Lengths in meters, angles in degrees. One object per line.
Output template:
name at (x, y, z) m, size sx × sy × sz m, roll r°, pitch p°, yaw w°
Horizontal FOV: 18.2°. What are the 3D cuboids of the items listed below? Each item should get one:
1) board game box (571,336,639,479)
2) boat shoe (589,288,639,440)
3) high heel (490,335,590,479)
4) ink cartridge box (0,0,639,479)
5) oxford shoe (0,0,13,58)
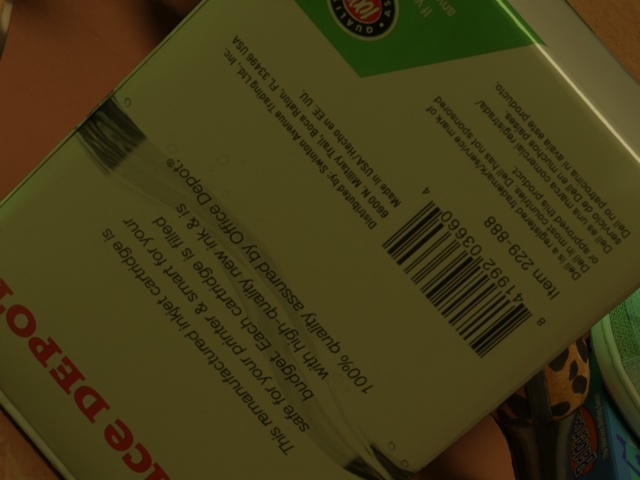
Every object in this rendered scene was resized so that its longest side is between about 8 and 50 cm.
board game box at (0.228, 0.176, 1.325) m, size 0.160 × 0.047 × 0.210 m, roll 39°, pitch 24°, yaw -18°
boat shoe at (0.249, 0.038, 1.351) m, size 0.118 × 0.103 × 0.320 m, roll 14°, pitch 47°, yaw -36°
high heel at (0.110, 0.021, 1.208) m, size 0.186 × 0.093 × 0.261 m, roll 77°, pitch -1°, yaw -50°
ink cartridge box at (0.000, 0.000, 0.886) m, size 0.211 × 0.289 × 0.121 m, roll 50°, pitch 19°, yaw 4°
oxford shoe at (-0.213, -0.151, 1.050) m, size 0.076 × 0.076 × 0.212 m, roll 7°, pitch 35°, yaw -32°
